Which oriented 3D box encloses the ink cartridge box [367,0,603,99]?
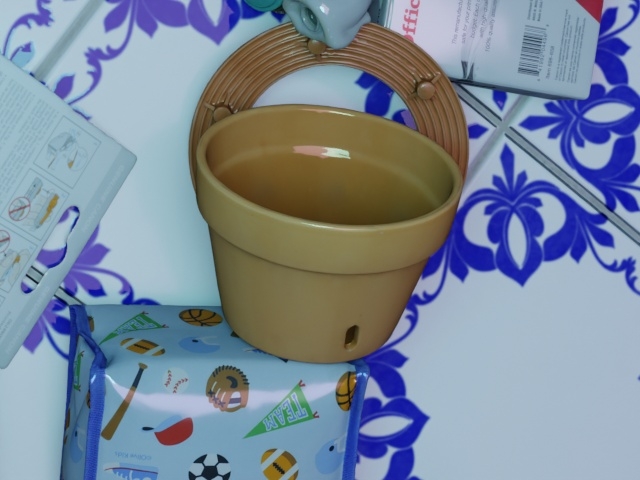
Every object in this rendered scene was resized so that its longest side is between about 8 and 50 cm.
[{"bbox_3d":[0.199,-0.289,1.889,0.273,0.114,0.197,8,92,-15],"label":"ink cartridge box"}]

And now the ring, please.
[{"bbox_3d":[0.010,-0.100,1.831,0.337,0.032,0.336,-1,110,-2],"label":"ring"}]

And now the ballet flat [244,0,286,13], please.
[{"bbox_3d":[-0.136,-0.489,1.786,0.483,0.164,0.182,51,59,-18],"label":"ballet flat"}]

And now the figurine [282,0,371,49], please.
[{"bbox_3d":[0.033,-0.355,1.732,0.209,0.092,0.215,-37,110,-17],"label":"figurine"}]

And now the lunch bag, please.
[{"bbox_3d":[-0.135,0.286,1.780,0.328,0.239,0.385,3,110,-16],"label":"lunch bag"}]

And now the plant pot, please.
[{"bbox_3d":[0.000,0.000,1.711,0.291,0.291,0.203,-1,121,-15],"label":"plant pot"}]

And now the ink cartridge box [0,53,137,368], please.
[{"bbox_3d":[-0.418,-0.061,1.710,0.308,0.091,0.385,-59,141,-5],"label":"ink cartridge box"}]
